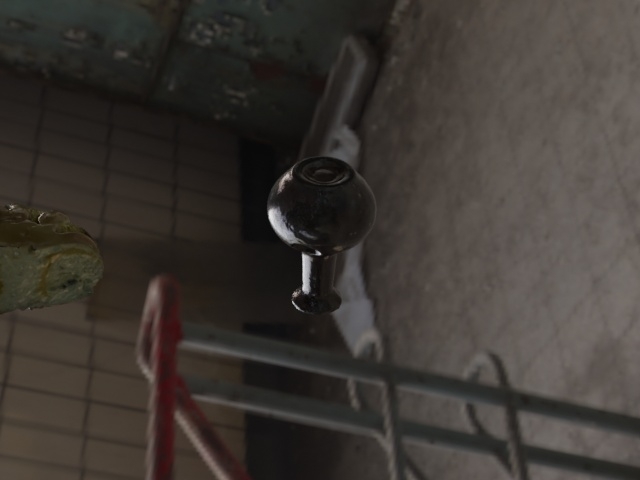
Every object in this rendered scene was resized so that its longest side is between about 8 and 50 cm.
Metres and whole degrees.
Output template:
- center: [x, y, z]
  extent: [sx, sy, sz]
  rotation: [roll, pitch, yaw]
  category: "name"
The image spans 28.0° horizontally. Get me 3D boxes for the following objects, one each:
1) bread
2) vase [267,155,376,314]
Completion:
- center: [-0.262, 0.008, 1.096]
  extent: [0.094, 0.157, 0.083]
  rotation: [-103, 27, -51]
  category: "bread"
- center: [0.000, 0.000, 1.431]
  extent: [0.120, 0.120, 0.183]
  rotation: [-103, 13, -54]
  category: "vase"
